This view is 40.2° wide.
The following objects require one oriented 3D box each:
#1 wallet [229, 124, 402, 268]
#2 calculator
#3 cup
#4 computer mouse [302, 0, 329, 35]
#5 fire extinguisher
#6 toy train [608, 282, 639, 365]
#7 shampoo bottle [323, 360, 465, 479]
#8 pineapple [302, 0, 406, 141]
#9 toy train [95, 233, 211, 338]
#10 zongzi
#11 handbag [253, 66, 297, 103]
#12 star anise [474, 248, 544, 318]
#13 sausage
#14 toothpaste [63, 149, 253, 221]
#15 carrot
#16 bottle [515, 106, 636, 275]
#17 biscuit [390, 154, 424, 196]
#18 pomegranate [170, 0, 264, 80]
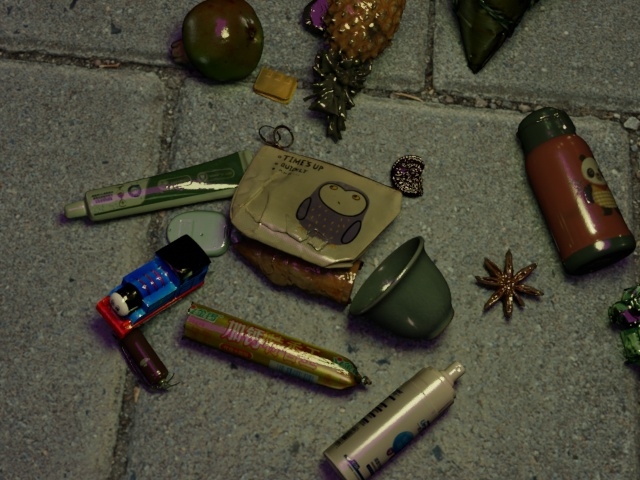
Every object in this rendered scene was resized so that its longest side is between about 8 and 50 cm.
[{"bbox_3d":[-0.021,-0.077,1.707,0.335,0.068,0.275,22,54,11],"label":"wallet"},{"bbox_3d":[-0.230,-0.015,1.747,0.153,0.021,0.095,3,72,2],"label":"calculator"},{"bbox_3d":[0.174,0.112,1.655,0.150,0.199,0.199,42,74,-8],"label":"cup"},{"bbox_3d":[0.041,-0.498,1.900,0.172,0.057,0.099,-21,90,-6],"label":"computer mouse"},{"bbox_3d":[-0.332,0.222,1.652,0.064,0.043,0.158,-38,76,2],"label":"fire extinguisher"},{"bbox_3d":[0.692,0.144,1.690,0.269,0.115,0.154,-13,81,-7],"label":"toy train"},{"bbox_3d":[0.147,0.328,1.613,0.303,0.092,0.092,-37,77,-14],"label":"shampoo bottle"},{"bbox_3d":[0.055,-0.378,1.806,0.169,0.169,0.341,20,96,4],"label":"pineapple"},{"bbox_3d":[-0.311,0.085,1.641,0.204,0.131,0.083,-34,75,-35],"label":"toy train"},{"bbox_3d":[0.451,-0.596,1.871,0.362,0.319,0.383,7,53,4],"label":"zongzi"},{"bbox_3d":[-0.095,-0.330,1.855,0.083,0.027,0.061,21,73,6],"label":"handbag"},{"bbox_3d":[0.368,0.085,1.727,0.141,0.042,0.141,0,74,0],"label":"star anise"},{"bbox_3d":[-0.080,0.212,1.649,0.371,0.082,0.082,19,72,3],"label":"sausage"},{"bbox_3d":[-0.317,-0.100,1.753,0.392,0.061,0.099,-13,73,-11],"label":"toothpaste"},{"bbox_3d":[-0.049,0.047,1.706,0.263,0.102,0.102,18,72,9],"label":"carrot"},{"bbox_3d":[0.494,-0.106,1.747,0.144,0.144,0.336,-17,72,-8],"label":"bottle"},{"bbox_3d":[0.186,-0.133,1.800,0.089,0.027,0.087,43,76,12],"label":"biscuit"},{"bbox_3d":[-0.222,-0.413,1.818,0.209,0.180,0.180,-9,68,33],"label":"pomegranate"}]
